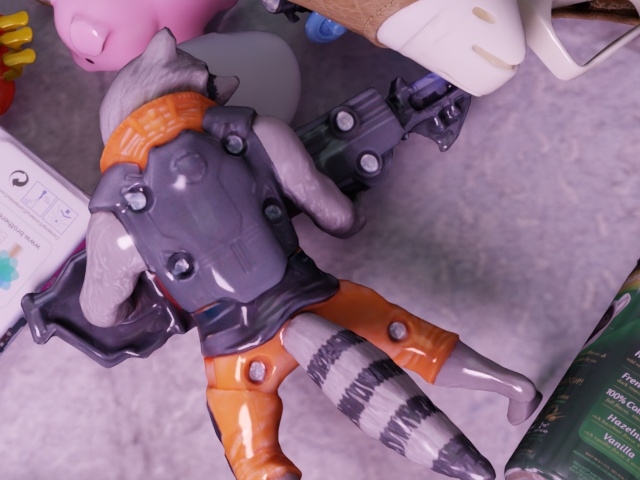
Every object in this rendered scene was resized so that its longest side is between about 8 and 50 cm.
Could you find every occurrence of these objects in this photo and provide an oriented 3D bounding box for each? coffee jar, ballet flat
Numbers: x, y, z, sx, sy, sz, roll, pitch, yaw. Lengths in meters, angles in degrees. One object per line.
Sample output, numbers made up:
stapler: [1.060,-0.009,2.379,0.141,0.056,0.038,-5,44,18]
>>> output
coffee jar: [0.191,0.086,0.733,0.079,0.096,0.184,34,76,7]
ballet flat: [0.129,-0.161,0.800,0.342,0.116,0.124,-12,78,-32]

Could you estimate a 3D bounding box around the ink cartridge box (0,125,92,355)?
ink cartridge box: [-0.309,0.044,0.810,0.186,0.065,0.311,39,84,2]

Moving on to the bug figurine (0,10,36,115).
bug figurine: [-0.338,-0.075,0.907,0.279,0.072,0.216,-9,71,0]

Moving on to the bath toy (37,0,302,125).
bath toy: [-0.148,-0.192,0.898,0.151,0.129,0.348,-47,61,25]

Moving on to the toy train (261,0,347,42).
toy train: [0.042,-0.207,0.863,0.184,0.105,0.080,-18,60,-30]

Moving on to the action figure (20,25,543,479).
action figure: [0.000,0.000,0.738,0.341,0.178,0.330,-39,84,-12]
